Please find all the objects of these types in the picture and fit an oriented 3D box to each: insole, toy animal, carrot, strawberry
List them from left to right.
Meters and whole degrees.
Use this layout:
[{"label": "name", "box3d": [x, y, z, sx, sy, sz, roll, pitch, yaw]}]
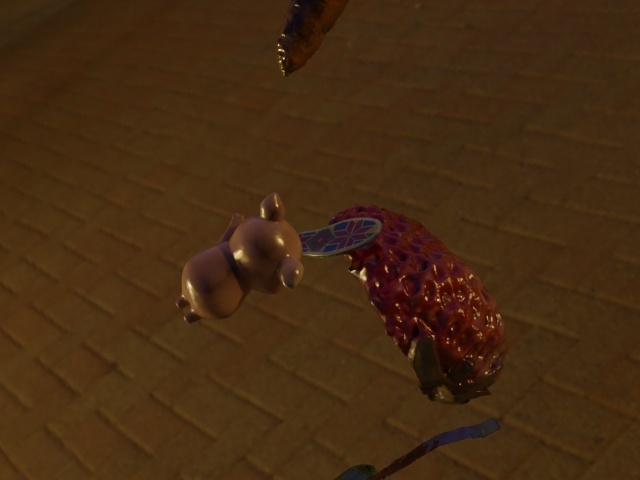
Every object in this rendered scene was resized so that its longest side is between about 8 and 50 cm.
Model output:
[{"label": "toy animal", "box3d": [-0.076, 0.028, 1.030, 0.150, 0.083, 0.089, -37, 12, 12]}, {"label": "insole", "box3d": [0.000, 0.000, 1.426, 0.193, 0.006, 0.065, -9, 42, 37]}, {"label": "carrot", "box3d": [0.034, -0.299, 1.027, 0.314, 0.066, 0.066, -62, 29, -4]}, {"label": "strawberry", "box3d": [0.141, 0.066, 1.483, 0.149, 0.265, 0.336, -33, 55, 4]}]

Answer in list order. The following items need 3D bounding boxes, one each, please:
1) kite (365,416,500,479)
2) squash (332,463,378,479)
[{"label": "kite", "box3d": [-0.032, 0.188, 0.551, 0.310, 0.015, 0.169, -36, 25, 7]}, {"label": "squash", "box3d": [-0.020, 0.352, 1.225, 0.258, 0.069, 0.069, -39, 25, -22]}]
